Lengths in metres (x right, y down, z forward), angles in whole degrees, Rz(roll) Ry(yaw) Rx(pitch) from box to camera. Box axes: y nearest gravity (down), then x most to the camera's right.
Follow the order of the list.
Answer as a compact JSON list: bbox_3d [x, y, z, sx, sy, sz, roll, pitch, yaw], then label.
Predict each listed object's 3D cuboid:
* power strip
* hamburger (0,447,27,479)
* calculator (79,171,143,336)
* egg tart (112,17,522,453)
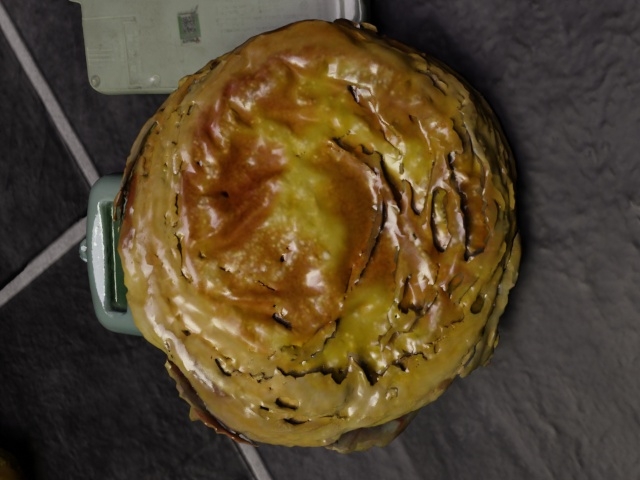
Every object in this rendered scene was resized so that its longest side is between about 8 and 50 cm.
[{"bbox_3d":[-0.080,-0.173,0.797,0.270,0.046,0.118,3,104,28],"label":"power strip"},{"bbox_3d":[-0.359,0.264,0.974,0.131,0.159,0.185,13,86,24],"label":"hamburger"},{"bbox_3d":[-0.101,0.017,0.846,0.246,0.045,0.141,6,102,29],"label":"calculator"},{"bbox_3d":[0.000,0.000,0.713,0.297,0.132,0.297,1,86,-14],"label":"egg tart"}]
